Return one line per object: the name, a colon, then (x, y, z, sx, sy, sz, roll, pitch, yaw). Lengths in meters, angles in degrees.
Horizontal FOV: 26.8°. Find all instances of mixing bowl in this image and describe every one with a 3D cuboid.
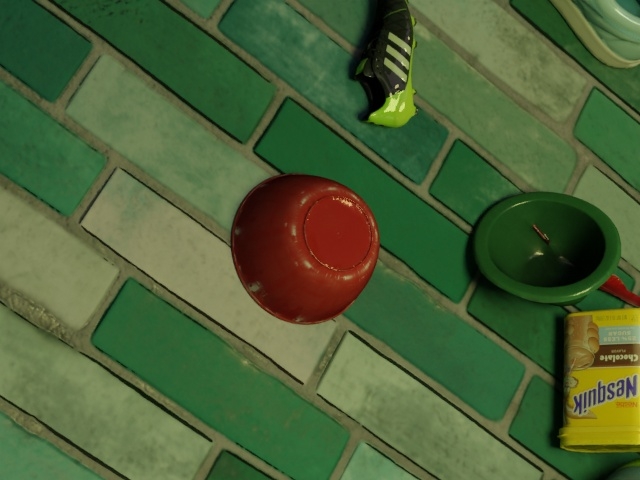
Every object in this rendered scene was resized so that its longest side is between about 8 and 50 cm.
mixing bowl: (0.000, 0.000, 1.538, 0.182, 0.098, 0.181, 6, 76, -26)

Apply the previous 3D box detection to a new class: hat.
hat: (0.301, 0.060, 1.719, 0.209, 0.183, 0.173, 18, 57, 21)

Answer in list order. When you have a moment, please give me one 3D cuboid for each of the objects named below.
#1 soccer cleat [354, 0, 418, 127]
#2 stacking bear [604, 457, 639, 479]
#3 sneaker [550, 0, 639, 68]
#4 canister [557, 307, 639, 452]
soccer cleat: (0.079, -0.227, 1.647, 0.072, 0.060, 0.178, 0, 82, -25)
stacking bear: (0.440, 0.330, 1.660, 0.289, 0.164, 0.175, -23, 90, -39)
sneaker: (0.344, -0.391, 1.762, 0.366, 0.150, 0.135, 41, 64, -14)
canister: (0.361, 0.175, 1.670, 0.073, 0.126, 0.169, 25, 63, -53)
